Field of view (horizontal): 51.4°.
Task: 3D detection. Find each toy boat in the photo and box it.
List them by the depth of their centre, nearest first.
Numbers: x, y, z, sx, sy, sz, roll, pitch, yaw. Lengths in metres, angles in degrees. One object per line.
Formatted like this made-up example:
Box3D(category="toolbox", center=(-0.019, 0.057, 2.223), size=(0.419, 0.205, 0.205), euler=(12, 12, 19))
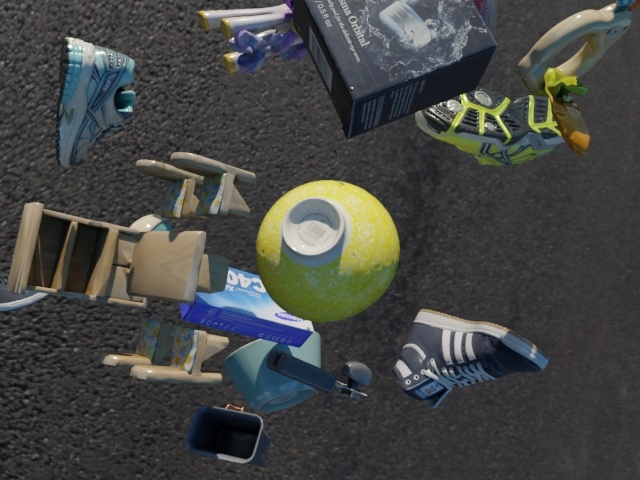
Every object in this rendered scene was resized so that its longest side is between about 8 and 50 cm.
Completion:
Box3D(category="toy boat", center=(-0.525, 0.072, 1.860), size=(0.148, 0.267, 0.318), euler=(36, 21, -1))

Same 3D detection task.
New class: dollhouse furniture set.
Box3D(category="dollhouse furniture set", center=(-0.350, 0.036, 1.177), size=(0.257, 0.394, 0.361), euler=(15, 81, -40))

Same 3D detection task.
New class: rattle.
Box3D(category="rattle", center=(0.360, -0.231, 0.828), size=(0.130, 0.200, 0.142), euler=(36, 27, -45))

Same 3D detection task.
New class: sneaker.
Box3D(category="sneaker", center=(0.231, 0.211, 1.092), size=(0.099, 0.282, 0.153), euler=(41, 73, -27))
Box3D(category="sneaker", center=(-0.375, -0.208, 1.111), size=(0.122, 0.283, 0.110), euler=(3, 62, -23))
Box3D(category="sneaker", center=(0.339, -0.207, 1.329), size=(0.385, 0.147, 0.145), euler=(2, 56, -32))
Box3D(category="sneaker", center=(-0.684, 0.065, 1.384), size=(0.226, 0.086, 0.163), euler=(-11, 107, -35))

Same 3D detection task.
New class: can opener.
Box3D(category="can opener", center=(0.008, 0.293, 1.520), size=(0.284, 0.076, 0.095), euler=(31, 77, -37))

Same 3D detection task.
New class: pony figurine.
Box3D(category="pony figurine", center=(-0.030, -0.450, 1.351), size=(0.364, 0.351, 0.302), euler=(-21, 118, -15))

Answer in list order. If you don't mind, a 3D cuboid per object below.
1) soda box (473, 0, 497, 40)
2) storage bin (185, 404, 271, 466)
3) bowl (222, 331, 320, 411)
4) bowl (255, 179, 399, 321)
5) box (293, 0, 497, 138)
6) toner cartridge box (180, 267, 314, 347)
Box3D(category="soda box", center=(0.112, -0.310, 0.939), size=(0.092, 0.263, 0.083), euler=(-15, 113, -44))
Box3D(category="storage bin", center=(-0.155, 0.351, 1.191), size=(0.091, 0.135, 0.098), euler=(63, 37, -55))
Box3D(category="bowl", center=(-0.123, 0.408, 2.005), size=(0.312, 0.311, 0.163), euler=(1, 57, -39))
Box3D(category="bowl", center=(0.000, 0.000, 1.263), size=(0.156, 0.290, 0.289), euler=(60, 39, -68))
Box3D(category="box", center=(0.071, -0.216, 0.695), size=(0.158, 0.093, 0.155), euler=(-23, 77, -7))
Box3D(category="toner cartridge box", center=(-0.192, 0.161, 1.717), size=(0.348, 0.075, 0.165), euler=(19, 34, -33))
